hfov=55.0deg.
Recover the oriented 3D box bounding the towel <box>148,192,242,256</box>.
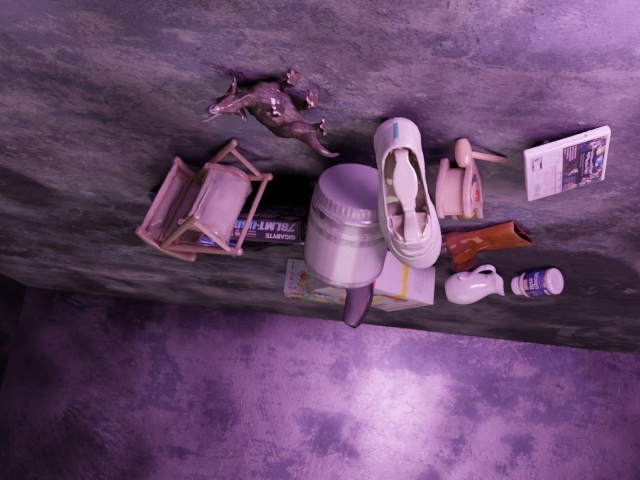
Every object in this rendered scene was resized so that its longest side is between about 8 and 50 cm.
[{"bbox_3d":[-0.385,-0.052,1.851,0.243,0.040,0.336,17,-166,-27],"label":"towel"}]

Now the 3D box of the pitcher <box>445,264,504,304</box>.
[{"bbox_3d":[0.580,0.161,2.349,0.207,0.126,0.178,-12,136,23],"label":"pitcher"}]

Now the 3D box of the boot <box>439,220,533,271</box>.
[{"bbox_3d":[0.538,0.014,1.976,0.280,0.096,0.264,-14,147,32],"label":"boot"}]

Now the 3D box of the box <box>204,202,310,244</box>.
[{"bbox_3d":[-0.155,-0.056,1.775,0.295,0.074,0.293,3,-167,14],"label":"box"}]

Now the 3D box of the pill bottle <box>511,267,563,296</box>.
[{"bbox_3d":[0.795,0.159,2.265,0.094,0.094,0.169,19,159,-34],"label":"pill bottle"}]

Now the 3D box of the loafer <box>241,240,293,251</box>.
[{"bbox_3d":[-0.194,-0.010,2.153,0.223,0.076,0.078,-6,154,24],"label":"loafer"}]

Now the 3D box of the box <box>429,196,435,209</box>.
[{"bbox_3d":[0.221,-0.120,1.720,0.164,0.021,0.201,0,162,22],"label":"box"}]

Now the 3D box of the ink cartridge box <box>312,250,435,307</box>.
[{"bbox_3d":[0.208,0.147,2.342,0.384,0.161,0.279,17,160,-31],"label":"ink cartridge box"}]

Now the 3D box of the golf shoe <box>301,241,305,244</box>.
[{"bbox_3d":[0.000,0.000,2.072,0.198,0.094,0.077,15,160,-29],"label":"golf shoe"}]

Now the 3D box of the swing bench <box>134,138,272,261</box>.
[{"bbox_3d":[-0.296,-0.093,1.567,0.254,0.253,0.165,-9,140,40],"label":"swing bench"}]

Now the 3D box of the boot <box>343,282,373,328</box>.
[{"bbox_3d":[0.068,0.108,2.023,0.222,0.339,0.118,14,177,-30],"label":"boot"}]

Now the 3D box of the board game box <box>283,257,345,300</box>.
[{"bbox_3d":[-0.003,0.172,2.535,0.275,0.145,0.142,7,163,3],"label":"board game box"}]

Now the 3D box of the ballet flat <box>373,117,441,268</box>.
[{"bbox_3d":[0.191,-0.072,1.370,0.139,0.139,0.401,0,124,22],"label":"ballet flat"}]

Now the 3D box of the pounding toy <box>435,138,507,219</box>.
[{"bbox_3d":[0.363,-0.115,1.458,0.154,0.154,0.269,-1,162,23],"label":"pounding toy"}]

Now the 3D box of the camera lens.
[{"bbox_3d":[0.074,-0.029,1.578,0.219,0.219,0.274,8,130,-2],"label":"camera lens"}]

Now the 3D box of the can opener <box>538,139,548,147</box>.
[{"bbox_3d":[0.510,-0.175,1.401,0.059,0.073,0.186,42,177,29],"label":"can opener"}]

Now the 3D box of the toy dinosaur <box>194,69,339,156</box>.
[{"bbox_3d":[-0.081,-0.266,1.272,0.313,0.121,0.160,16,173,-41],"label":"toy dinosaur"}]

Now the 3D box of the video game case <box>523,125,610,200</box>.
[{"bbox_3d":[0.534,-0.163,1.342,0.173,0.022,0.190,-16,149,12],"label":"video game case"}]
